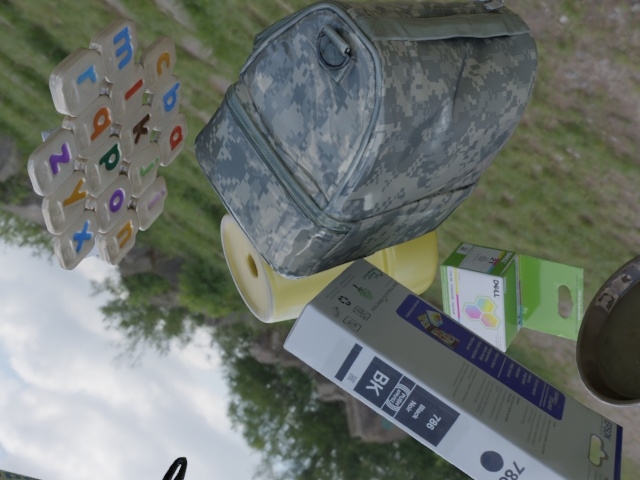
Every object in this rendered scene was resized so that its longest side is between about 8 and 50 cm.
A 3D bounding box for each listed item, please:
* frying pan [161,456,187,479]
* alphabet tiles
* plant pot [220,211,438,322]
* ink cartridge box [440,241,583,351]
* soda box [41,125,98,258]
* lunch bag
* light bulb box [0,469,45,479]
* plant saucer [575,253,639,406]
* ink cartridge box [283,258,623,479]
[{"bbox_3d":[-0.231,0.392,0.943,0.326,0.197,0.053,-114,0,-69],"label":"frying pan"},{"bbox_3d":[-0.242,-0.109,0.979,0.021,0.278,0.284,16,137,18],"label":"alphabet tiles"},{"bbox_3d":[0.000,0.000,1.181,0.254,0.239,0.254,48,150,40],"label":"plant pot"},{"bbox_3d":[0.377,0.123,1.640,0.255,0.097,0.189,12,127,33],"label":"ink cartridge box"},{"bbox_3d":[-0.324,-0.066,1.144,0.069,0.074,0.216,57,156,28],"label":"soda box"},{"bbox_3d":[0.062,-0.131,0.854,0.305,0.256,0.212,-16,-114,-45],"label":"lunch bag"},{"bbox_3d":[-0.427,0.518,1.087,0.358,0.361,0.225,25,178,-29],"label":"light bulb box"},{"bbox_3d":[0.519,0.138,1.312,0.041,0.278,0.278,30,178,-20],"label":"plant saucer"},{"bbox_3d":[0.138,0.148,0.827,0.333,0.065,0.165,33,-156,11],"label":"ink cartridge box"}]
